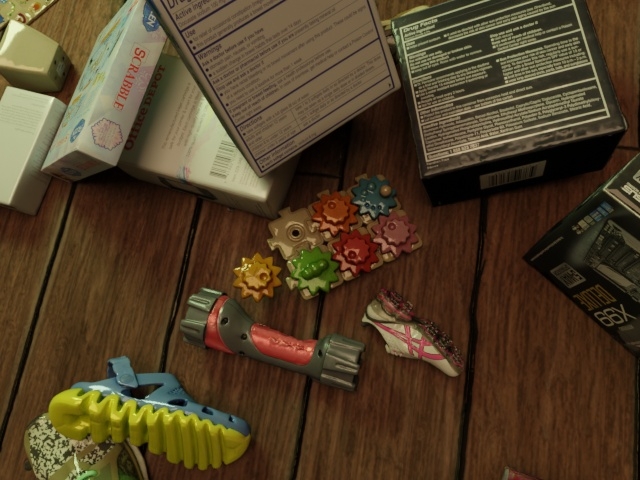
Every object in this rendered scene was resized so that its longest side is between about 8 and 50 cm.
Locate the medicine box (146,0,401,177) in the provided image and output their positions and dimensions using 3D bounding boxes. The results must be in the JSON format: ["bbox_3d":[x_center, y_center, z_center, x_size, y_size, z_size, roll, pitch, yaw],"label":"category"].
[{"bbox_3d":[-0.063,-0.291,0.731,0.263,0.289,0.149,-33,40,-5],"label":"medicine box"}]

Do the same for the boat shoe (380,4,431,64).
[{"bbox_3d":[0.132,-0.376,0.981,0.223,0.080,0.073,-27,69,-5],"label":"boat shoe"}]

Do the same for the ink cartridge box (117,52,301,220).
[{"bbox_3d":[-0.193,-0.192,0.945,0.306,0.131,0.226,17,79,11],"label":"ink cartridge box"}]

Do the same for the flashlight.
[{"bbox_3d":[-0.077,0.163,0.857,0.304,0.103,0.103,13,75,11],"label":"flashlight"}]

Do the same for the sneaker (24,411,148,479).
[{"bbox_3d":[-0.340,0.428,0.777,0.158,0.182,0.410,-44,75,-5],"label":"sneaker"}]

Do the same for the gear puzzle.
[{"bbox_3d":[0.000,0.000,0.892,0.339,0.044,0.175,-24,74,-10],"label":"gear puzzle"}]

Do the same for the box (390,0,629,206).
[{"bbox_3d":[0.297,-0.244,0.855,0.296,0.183,0.294,-12,75,16],"label":"box"}]

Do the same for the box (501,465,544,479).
[{"bbox_3d":[0.385,0.435,0.721,0.256,0.128,0.123,18,78,10],"label":"box"}]

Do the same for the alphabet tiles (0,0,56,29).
[{"bbox_3d":[-0.706,-0.587,1.168,0.198,0.009,0.237,-44,76,-6],"label":"alphabet tiles"}]

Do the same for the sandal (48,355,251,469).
[{"bbox_3d":[-0.264,0.274,0.844,0.317,0.138,0.126,19,121,-3],"label":"sandal"}]

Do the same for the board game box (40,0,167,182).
[{"bbox_3d":[-0.386,-0.271,0.919,0.318,0.066,0.318,2,71,53],"label":"board game box"}]

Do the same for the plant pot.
[{"bbox_3d":[-0.585,-0.369,1.052,0.096,0.109,0.109,14,77,-2],"label":"plant pot"}]

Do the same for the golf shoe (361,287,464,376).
[{"bbox_3d":[0.154,0.166,0.856,0.186,0.067,0.086,40,110,14],"label":"golf shoe"}]

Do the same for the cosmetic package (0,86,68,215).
[{"bbox_3d":[-0.593,-0.177,1.012,0.117,0.085,0.231,16,80,11],"label":"cosmetic package"}]

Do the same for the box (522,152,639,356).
[{"bbox_3d":[0.450,0.042,0.721,0.076,0.307,0.242,-42,76,-9],"label":"box"}]
